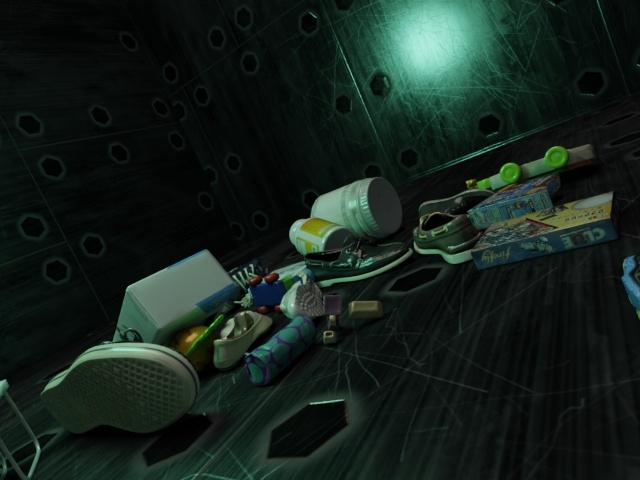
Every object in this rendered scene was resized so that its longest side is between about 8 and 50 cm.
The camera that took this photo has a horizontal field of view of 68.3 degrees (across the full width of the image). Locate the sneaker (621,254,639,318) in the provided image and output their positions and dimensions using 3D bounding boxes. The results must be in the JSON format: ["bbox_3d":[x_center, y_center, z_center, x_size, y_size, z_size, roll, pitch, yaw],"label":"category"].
[{"bbox_3d":[0.378,0.049,0.510,0.078,0.067,0.188,-27,2,35],"label":"sneaker"}]

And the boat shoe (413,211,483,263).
[{"bbox_3d":[0.292,-0.021,1.139,0.117,0.096,0.324,-25,8,-2],"label":"boat shoe"}]

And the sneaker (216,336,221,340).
[{"bbox_3d":[-0.259,0.257,1.183,0.083,0.031,0.035,-24,7,5],"label":"sneaker"}]

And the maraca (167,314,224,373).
[{"bbox_3d":[-0.278,0.235,1.053,0.185,0.099,0.127,-47,6,20],"label":"maraca"}]

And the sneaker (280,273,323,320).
[{"bbox_3d":[-0.052,0.155,1.123,0.095,0.090,0.235,-36,2,7],"label":"sneaker"}]

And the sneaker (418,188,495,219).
[{"bbox_3d":[0.391,-0.072,1.337,0.222,0.083,0.118,-14,30,21],"label":"sneaker"}]

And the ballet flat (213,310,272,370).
[{"bbox_3d":[-0.179,0.208,1.093,0.086,0.086,0.248,-22,8,17],"label":"ballet flat"}]

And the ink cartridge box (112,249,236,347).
[{"bbox_3d":[-0.370,0.193,1.170,0.223,0.129,0.307,-32,-16,-44],"label":"ink cartridge box"}]

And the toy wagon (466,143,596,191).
[{"bbox_3d":[0.600,-0.197,1.367,0.344,0.068,0.267,-19,-4,35],"label":"toy wagon"}]

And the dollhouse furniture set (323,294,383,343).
[{"bbox_3d":[0.064,0.164,0.917,0.114,0.091,0.081,-2,-33,4],"label":"dollhouse furniture set"}]

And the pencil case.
[{"bbox_3d":[-0.073,0.201,0.879,0.070,0.064,0.152,4,24,39],"label":"pencil case"}]

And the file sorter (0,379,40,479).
[{"bbox_3d":[-0.710,0.428,0.877,0.278,0.173,0.193,-28,9,-22],"label":"file sorter"}]

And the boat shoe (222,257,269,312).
[{"bbox_3d":[-0.279,0.139,1.652,0.158,0.127,0.340,-34,6,6],"label":"boat shoe"}]

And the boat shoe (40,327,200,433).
[{"bbox_3d":[-0.387,0.272,0.933,0.500,0.187,0.156,-25,12,40],"label":"boat shoe"}]

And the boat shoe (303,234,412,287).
[{"bbox_3d":[0.086,0.041,1.289,0.340,0.113,0.127,-17,11,44],"label":"boat shoe"}]

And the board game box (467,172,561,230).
[{"bbox_3d":[0.501,-0.097,1.157,0.194,0.060,0.194,-29,10,-30],"label":"board game box"}]

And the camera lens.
[{"bbox_3d":[0.119,-0.088,1.662,0.274,0.219,0.219,-17,10,42],"label":"camera lens"}]

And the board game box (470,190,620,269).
[{"bbox_3d":[0.430,-0.018,0.904,0.243,0.042,0.165,-18,10,38],"label":"board game box"}]

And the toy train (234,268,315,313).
[{"bbox_3d":[-0.135,0.140,1.368,0.143,0.105,0.248,-22,4,-39],"label":"toy train"}]

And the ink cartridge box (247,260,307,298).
[{"bbox_3d":[-0.103,0.115,1.618,0.223,0.045,0.224,-19,9,35],"label":"ink cartridge box"}]

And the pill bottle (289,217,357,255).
[{"bbox_3d":[0.000,0.000,1.522,0.136,0.136,0.246,-28,25,-23],"label":"pill bottle"}]
